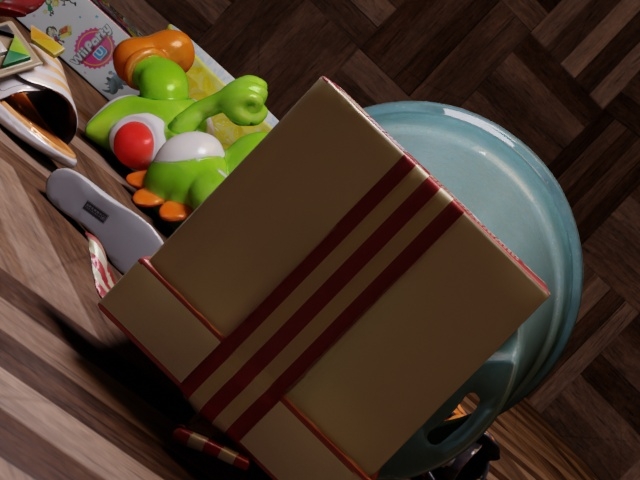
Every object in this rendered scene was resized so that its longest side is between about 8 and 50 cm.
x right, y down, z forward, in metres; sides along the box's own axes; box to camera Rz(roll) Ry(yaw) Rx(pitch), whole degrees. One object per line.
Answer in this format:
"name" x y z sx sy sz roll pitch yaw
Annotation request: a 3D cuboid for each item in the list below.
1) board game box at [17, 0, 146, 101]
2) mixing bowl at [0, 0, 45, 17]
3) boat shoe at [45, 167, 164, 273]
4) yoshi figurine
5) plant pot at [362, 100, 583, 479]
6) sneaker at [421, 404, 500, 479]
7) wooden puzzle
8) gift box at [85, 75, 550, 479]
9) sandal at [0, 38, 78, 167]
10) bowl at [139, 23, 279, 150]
"board game box" -0.335 -0.301 2.592 0.303 0.097 0.224 41 5 -23
"mixing bowl" -0.394 -0.327 2.096 0.181 0.098 0.181 8 -1 0
"boat shoe" -0.188 -0.015 1.563 0.142 0.049 0.040 42 4 8
"yoshi figurine" -0.128 -0.105 2.037 0.203 0.203 0.362 48 4 -39
"plant pot" 0.063 0.054 1.570 0.341 0.341 0.334 44 13 2
"sneaker" 0.097 0.170 1.860 0.321 0.124 0.180 39 5 -43
"wooden puzzle" -0.316 -0.187 1.692 0.078 0.116 0.014 43 -37 25
"gift box" -0.012 0.038 1.278 0.276 0.258 0.255 43 4 8
"sandal" -0.310 -0.174 1.751 0.102 0.076 0.265 36 10 -50
"bowl" -0.149 -0.137 2.313 0.289 0.156 0.289 44 5 -4
